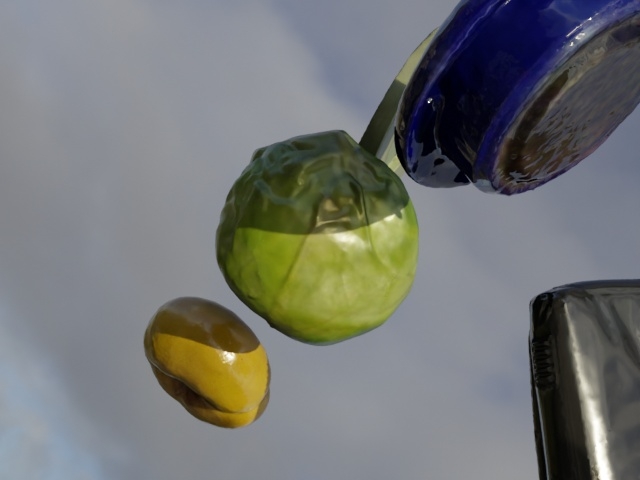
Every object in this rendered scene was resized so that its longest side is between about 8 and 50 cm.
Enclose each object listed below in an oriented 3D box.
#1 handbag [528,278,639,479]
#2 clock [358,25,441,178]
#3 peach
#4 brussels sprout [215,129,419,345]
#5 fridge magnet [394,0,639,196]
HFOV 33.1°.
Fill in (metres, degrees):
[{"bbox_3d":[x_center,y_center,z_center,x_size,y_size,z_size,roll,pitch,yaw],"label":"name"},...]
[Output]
[{"bbox_3d":[0.300,0.172,0.969,0.088,0.244,0.275,146,-60,-64],"label":"handbag"},{"bbox_3d":[0.093,-0.137,1.226,0.029,0.235,0.235,29,-32,11],"label":"clock"},{"bbox_3d":[-0.132,0.145,1.273,0.179,0.103,0.179,36,-26,21],"label":"peach"},{"bbox_3d":[0.000,0.000,1.087,0.223,0.223,0.161,63,18,-11],"label":"brussels sprout"},{"bbox_3d":[0.171,-0.134,0.827,0.112,0.265,0.265,50,-25,26],"label":"fridge magnet"}]
